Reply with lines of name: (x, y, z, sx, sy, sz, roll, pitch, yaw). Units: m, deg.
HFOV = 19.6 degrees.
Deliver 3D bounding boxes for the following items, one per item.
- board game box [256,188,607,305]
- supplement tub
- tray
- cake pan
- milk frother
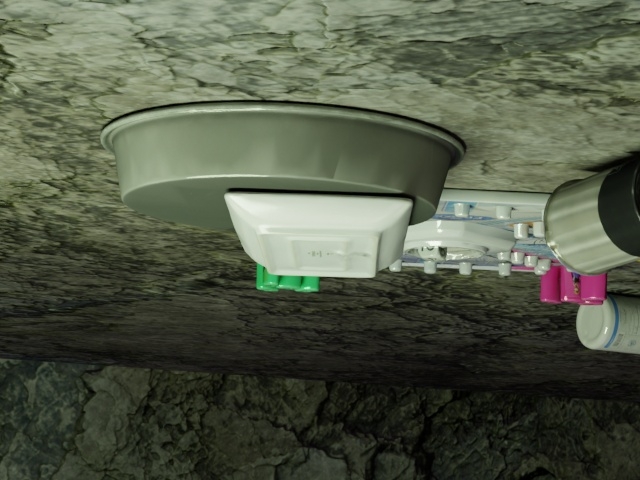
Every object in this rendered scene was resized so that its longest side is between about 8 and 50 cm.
board game box: (0.122, 0.010, 1.827, 0.390, 0.050, 0.390, 2, 170, -1)
supplement tub: (0.372, 0.102, 2.248, 0.107, 0.071, 0.071, 7, 169, -27)
tray: (0.000, 0.000, 1.531, 0.145, 0.030, 0.270, 1, 171, 1)
cake pan: (-0.031, -0.051, 1.486, 0.293, 0.054, 0.293, 2, 170, 0)
milk frother: (0.270, 0.007, 1.483, 0.129, 0.143, 0.135, -1, 171, -25)
